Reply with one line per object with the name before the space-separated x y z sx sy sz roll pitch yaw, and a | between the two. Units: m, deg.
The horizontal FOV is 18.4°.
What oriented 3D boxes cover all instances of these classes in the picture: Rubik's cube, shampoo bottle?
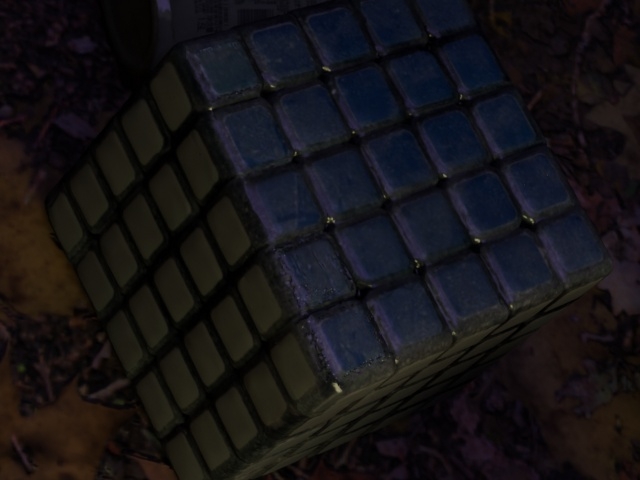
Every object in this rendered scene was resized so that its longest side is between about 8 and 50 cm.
Rubik's cube | 0.000 0.000 1.268 0.237 0.238 0.237 -18 74 -33
shampoo bottle | -0.037 -0.177 1.433 0.234 0.087 0.118 -5 69 -31
